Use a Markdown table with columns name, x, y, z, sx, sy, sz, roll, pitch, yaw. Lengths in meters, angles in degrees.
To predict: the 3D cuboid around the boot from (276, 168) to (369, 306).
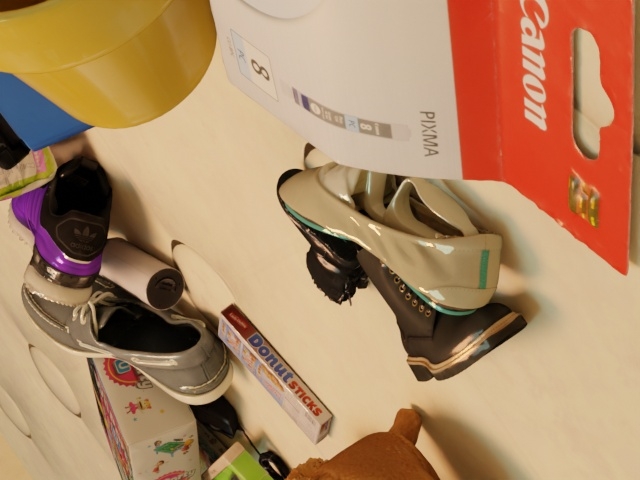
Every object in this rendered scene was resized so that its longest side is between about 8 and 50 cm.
| name | x | y | z | sx | sy | sz | roll | pitch | yaw |
| --- | --- | --- | --- | --- | --- | --- | --- | --- | --- |
| boot | 0.000 | -0.001 | 1.643 | 0.121 | 0.045 | 0.099 | 48 | 161 | 16 |

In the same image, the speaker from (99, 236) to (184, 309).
| name | x | y | z | sx | sy | sz | roll | pitch | yaw |
| --- | --- | --- | --- | --- | --- | --- | --- | --- | --- |
| speaker | -0.222 | 0.039 | 2.145 | 0.136 | 0.055 | 0.055 | 26 | 145 | 50 |

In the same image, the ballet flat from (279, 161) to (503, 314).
| name | x | y | z | sx | sy | sz | roll | pitch | yaw |
| --- | --- | --- | --- | --- | --- | --- | --- | --- | --- |
| ballet flat | 0.058 | -0.026 | 1.457 | 0.248 | 0.086 | 0.086 | 33 | 150 | 40 |

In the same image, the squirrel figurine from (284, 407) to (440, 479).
| name | x | y | z | sx | sy | sz | roll | pitch | yaw |
| --- | --- | --- | --- | --- | --- | --- | --- | --- | --- |
| squirrel figurine | 0.048 | 0.357 | 1.779 | 0.397 | 0.281 | 0.370 | 16 | 131 | 54 |

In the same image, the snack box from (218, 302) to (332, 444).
| name | x | y | z | sx | sy | sz | roll | pitch | yaw |
| --- | --- | --- | --- | --- | --- | --- | --- | --- | --- |
| snack box | -0.054 | 0.153 | 2.006 | 0.178 | 0.022 | 0.064 | 47 | 158 | 17 |

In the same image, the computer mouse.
| name | x | y | z | sx | sy | sz | roll | pitch | yaw |
| --- | --- | --- | --- | --- | --- | --- | --- | --- | --- |
| computer mouse | -0.107 | 0.258 | 2.249 | 0.242 | 0.041 | 0.071 | 44 | 156 | 23 |

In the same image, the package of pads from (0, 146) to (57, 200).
| name | x | y | z | sx | sy | sz | roll | pitch | yaw |
| --- | --- | --- | --- | --- | --- | --- | --- | --- | --- |
| package of pads | -0.435 | -0.188 | 2.122 | 0.229 | 0.101 | 0.296 | -5 | 107 | 65 |

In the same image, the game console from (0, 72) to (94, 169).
| name | x | y | z | sx | sy | sz | roll | pitch | yaw |
| --- | --- | --- | --- | --- | --- | --- | --- | --- | --- |
| game console | -0.352 | -0.235 | 1.808 | 0.250 | 0.173 | 0.293 | 35 | 162 | 47 |

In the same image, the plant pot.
| name | x | y | z | sx | sy | sz | roll | pitch | yaw |
| --- | --- | --- | --- | --- | --- | --- | --- | --- | --- |
| plant pot | -0.201 | -0.222 | 1.487 | 0.254 | 0.254 | 0.239 | 40 | 170 | 32 |

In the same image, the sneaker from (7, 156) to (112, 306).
| name | x | y | z | sx | sy | sz | roll | pitch | yaw |
| --- | --- | --- | --- | --- | --- | --- | --- | --- | --- |
| sneaker | -0.307 | -0.043 | 2.153 | 0.146 | 0.102 | 0.293 | -68 | 24 | 19 |

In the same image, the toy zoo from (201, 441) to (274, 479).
| name | x | y | z | sx | sy | sz | roll | pitch | yaw |
| --- | --- | --- | --- | --- | --- | --- | --- | --- | --- |
| toy zoo | -0.032 | 0.387 | 2.257 | 0.293 | 0.030 | 0.192 | 45 | 160 | 3 |

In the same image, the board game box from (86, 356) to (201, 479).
| name | x | y | z | sx | sy | sz | roll | pitch | yaw |
| --- | --- | --- | --- | --- | --- | --- | --- | --- | --- |
| board game box | -0.233 | 0.237 | 2.316 | 0.303 | 0.097 | 0.224 | 91 | 157 | -55 |

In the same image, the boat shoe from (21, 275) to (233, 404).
| name | x | y | z | sx | sy | sz | roll | pitch | yaw |
| --- | --- | --- | --- | --- | --- | --- | --- | --- | --- |
| boat shoe | -0.247 | 0.094 | 2.157 | 0.319 | 0.116 | 0.099 | 25 | 154 | 28 |

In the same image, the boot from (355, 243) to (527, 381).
| name | x | y | z | sx | sy | sz | roll | pitch | yaw |
| --- | --- | --- | --- | --- | --- | --- | --- | --- | --- |
| boot | 0.090 | 0.045 | 1.489 | 0.137 | 0.077 | 0.198 | 60 | 157 | 0 |

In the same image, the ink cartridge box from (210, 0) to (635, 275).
| name | x | y | z | sx | sy | sz | roll | pitch | yaw |
| --- | --- | --- | --- | --- | --- | --- | --- | --- | --- |
| ink cartridge box | 0.054 | -0.153 | 1.242 | 0.385 | 0.091 | 0.308 | 40 | 155 | 35 |

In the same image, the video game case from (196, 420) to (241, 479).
| name | x | y | z | sx | sy | sz | roll | pitch | yaw |
| --- | --- | --- | --- | --- | --- | --- | --- | --- | --- |
| video game case | -0.125 | 0.333 | 2.428 | 0.143 | 0.019 | 0.157 | 43 | 157 | 28 |
